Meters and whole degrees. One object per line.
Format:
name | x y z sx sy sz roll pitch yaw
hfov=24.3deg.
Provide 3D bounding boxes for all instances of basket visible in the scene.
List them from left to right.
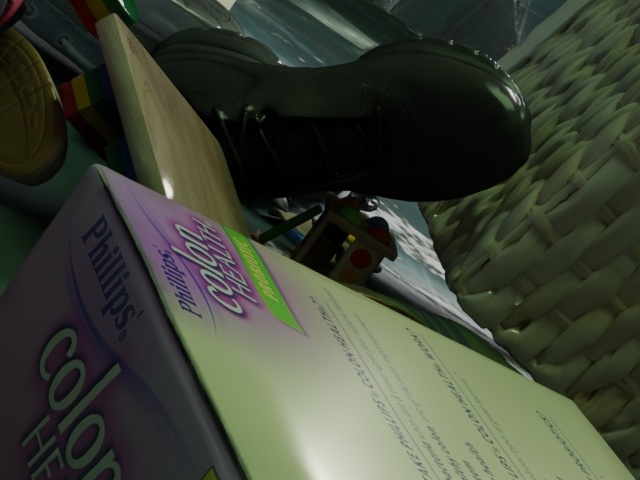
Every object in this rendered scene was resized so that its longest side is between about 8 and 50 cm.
basket | 0.281 -0.012 1.008 0.328 0.331 0.266 46 12 -17

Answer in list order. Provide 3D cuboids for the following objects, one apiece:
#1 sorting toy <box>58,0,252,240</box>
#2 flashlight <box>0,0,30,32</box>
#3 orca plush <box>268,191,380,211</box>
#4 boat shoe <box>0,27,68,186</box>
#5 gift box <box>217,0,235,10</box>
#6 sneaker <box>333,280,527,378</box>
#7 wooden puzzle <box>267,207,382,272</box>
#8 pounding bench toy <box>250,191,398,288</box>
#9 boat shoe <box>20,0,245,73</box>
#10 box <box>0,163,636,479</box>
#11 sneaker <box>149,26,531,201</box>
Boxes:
sorting toy | -0.080 -0.019 0.767 0.132 0.046 0.274 52 14 -54
flashlight | -0.190 -0.090 0.647 0.103 0.103 0.304 -1 31 2
orca plush | -0.010 -0.101 1.169 0.151 0.102 0.287 35 12 16
boat shoe | -0.180 -0.085 0.810 0.170 0.063 0.059 51 -5 32
gift box | -0.153 -0.325 1.275 0.255 0.258 0.276 43 14 28
sneaker | 0.049 0.070 0.853 0.192 0.064 0.086 29 7 -28
wooden puzzle | 0.003 0.002 1.064 0.078 0.014 0.116 39 13 35
pounding bench toy | 0.000 0.000 0.946 0.083 0.065 0.052 33 14 -10
boat shoe | -0.211 -0.186 1.032 0.320 0.103 0.118 28 17 -13
box | 0.016 0.114 0.485 0.243 0.117 0.213 28 15 -32
sneaker | -0.012 -0.064 0.919 0.286 0.109 0.130 5 24 27
